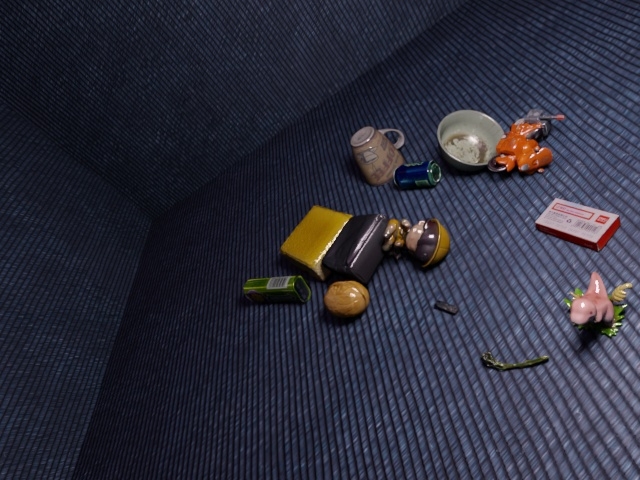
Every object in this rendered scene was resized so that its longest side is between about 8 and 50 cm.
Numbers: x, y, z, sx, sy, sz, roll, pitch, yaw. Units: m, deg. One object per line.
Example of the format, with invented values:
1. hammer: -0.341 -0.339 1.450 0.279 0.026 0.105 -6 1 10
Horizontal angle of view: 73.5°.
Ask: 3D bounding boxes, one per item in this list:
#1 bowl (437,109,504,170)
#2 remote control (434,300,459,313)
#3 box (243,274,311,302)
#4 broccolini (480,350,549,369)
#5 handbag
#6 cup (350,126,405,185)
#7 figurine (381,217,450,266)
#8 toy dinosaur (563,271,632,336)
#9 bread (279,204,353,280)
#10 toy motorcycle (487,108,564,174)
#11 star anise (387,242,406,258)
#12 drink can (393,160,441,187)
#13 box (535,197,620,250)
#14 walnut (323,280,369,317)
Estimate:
1. bowl: 0.635 -0.410 1.863 0.289 0.146 0.289 1 67 -1
2. remote control: 0.451 0.240 1.529 0.034 0.016 0.091 -41 33 -24
3. box: -0.211 0.240 2.060 0.345 0.134 0.097 -8 45 38
4. broccolini: 0.576 0.361 1.280 0.194 0.054 0.052 -6 80 32
5. handbag: 0.173 0.042 1.861 0.302 0.178 0.275 -57 20 -16
6. cup: 0.302 -0.470 2.187 0.301 0.257 0.227 -47 38 -8
7. figurine: 0.380 -0.008 1.682 0.257 0.192 0.167 24 34 20
8. toy dinosaur: 0.737 0.173 1.187 0.194 0.177 0.152 -50 37 -12
9. bread: 0.000 0.000 2.094 0.333 0.143 0.323 -51 38 -11
10. toy motorcycle: 0.820 -0.383 1.693 0.221 0.148 0.325 17 63 43
11. star anise: 0.330 0.035 1.812 0.124 0.056 0.129 -22 26 30
12. drink can: 0.449 -0.305 1.995 0.205 0.118 0.118 1 55 43
13. box: 0.846 -0.058 1.426 0.123 0.050 0.229 -47 35 -7
14. walnut: 0.103 0.239 1.748 0.207 0.159 0.159 -9 48 48
